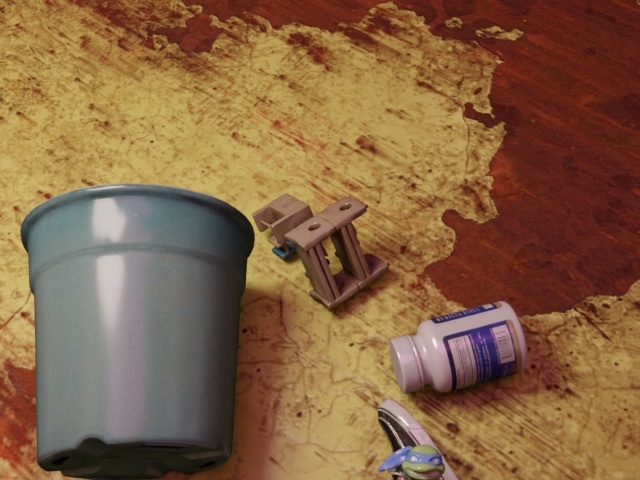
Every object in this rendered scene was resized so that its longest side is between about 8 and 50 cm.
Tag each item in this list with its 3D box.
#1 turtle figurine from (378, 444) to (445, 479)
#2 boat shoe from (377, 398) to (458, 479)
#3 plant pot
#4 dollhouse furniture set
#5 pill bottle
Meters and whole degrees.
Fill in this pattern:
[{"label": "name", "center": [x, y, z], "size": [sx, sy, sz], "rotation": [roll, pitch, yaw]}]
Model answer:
[{"label": "turtle figurine", "center": [0.127, 0.398, 0.951], "size": [0.197, 0.267, 0.274], "rotation": [0, 7, -33]}, {"label": "boat shoe", "center": [0.135, 0.322, 1.124], "size": [0.070, 0.078, 0.219], "rotation": [-29, 61, -16]}, {"label": "plant pot", "center": [-0.254, 0.147, 1.134], "size": [0.340, 0.341, 0.334], "rotation": [-6, 64, 0]}, {"label": "dollhouse furniture set", "center": [0.000, 0.000, 1.341], "size": [0.128, 0.129, 0.183], "rotation": [-32, 31, -18]}, {"label": "pill bottle", "center": [0.203, 0.165, 1.204], "size": [0.186, 0.112, 0.112], "rotation": [-13, 57, -5]}]
